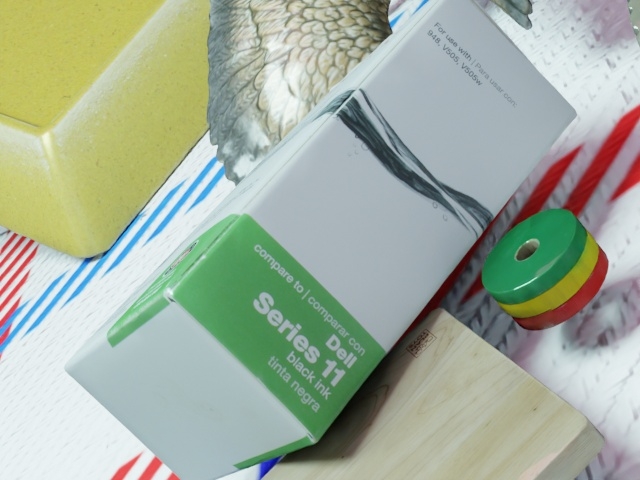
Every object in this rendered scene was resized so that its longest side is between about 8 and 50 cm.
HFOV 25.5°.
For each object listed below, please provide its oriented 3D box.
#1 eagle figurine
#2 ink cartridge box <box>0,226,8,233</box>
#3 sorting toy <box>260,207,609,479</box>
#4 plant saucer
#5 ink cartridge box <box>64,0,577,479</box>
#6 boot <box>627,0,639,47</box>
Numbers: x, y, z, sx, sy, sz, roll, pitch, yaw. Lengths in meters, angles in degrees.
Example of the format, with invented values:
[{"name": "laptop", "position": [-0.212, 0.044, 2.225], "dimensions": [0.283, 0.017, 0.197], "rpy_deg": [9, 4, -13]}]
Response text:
[{"name": "eagle figurine", "position": [0.030, -0.176, 0.840], "dimensions": [0.225, 0.226, 0.298], "rpy_deg": [-9, 31, 22]}, {"name": "ink cartridge box", "position": [-0.328, -0.057, 1.325], "dimensions": [0.180, 0.104, 0.060], "rpy_deg": [-21, 30, 44]}, {"name": "sorting toy", "position": [0.028, 0.109, 0.520], "dimensions": [0.274, 0.046, 0.132], "rpy_deg": [-44, 22, -3]}, {"name": "plant saucer", "position": [-0.212, -0.170, 1.200], "dimensions": [0.333, 0.081, 0.332], "rpy_deg": [19, 62, 38]}, {"name": "ink cartridge box", "position": [0.000, 0.000, 0.637], "dimensions": [0.208, 0.087, 0.153], "rpy_deg": [-49, 7, -28]}, {"name": "boot", "position": [0.241, -0.146, 0.600], "dimensions": [0.208, 0.076, 0.189], "rpy_deg": [-18, 35, 34]}]
